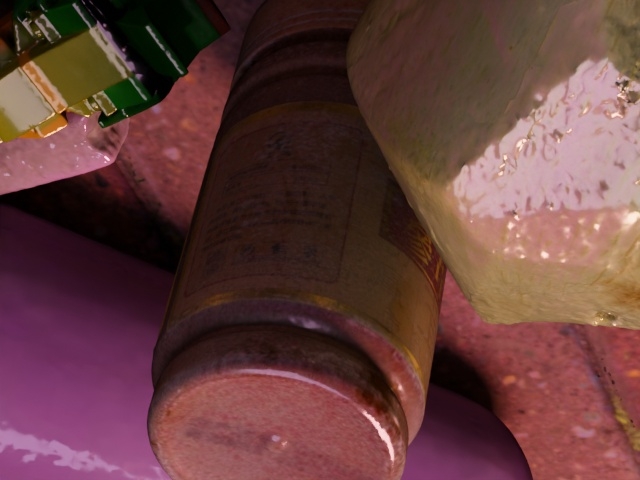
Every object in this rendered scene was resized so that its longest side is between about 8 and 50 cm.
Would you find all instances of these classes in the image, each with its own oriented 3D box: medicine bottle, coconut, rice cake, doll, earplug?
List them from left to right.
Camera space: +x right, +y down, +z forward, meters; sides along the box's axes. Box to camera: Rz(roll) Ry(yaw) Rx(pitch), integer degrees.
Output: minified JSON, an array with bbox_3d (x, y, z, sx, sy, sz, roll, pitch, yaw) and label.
[{"bbox_3d":[-0.277,-0.046,1.344,0.365,0.072,0.056,-15,128,22],"label":"rice cake"},{"bbox_3d":[-0.145,-0.117,1.195,0.186,0.134,0.106,-21,122,29],"label":"doll"},{"bbox_3d":[-0.059,0.141,1.403,0.456,0.215,0.215,19,135,-14],"label":"earplug"},{"bbox_3d":[0.000,0.000,1.151,0.151,0.322,0.151,6,135,6],"label":"medicine bottle"},{"bbox_3d":[0.171,-0.084,1.056,0.328,0.281,0.328,-17,136,-17],"label":"coconut"}]
